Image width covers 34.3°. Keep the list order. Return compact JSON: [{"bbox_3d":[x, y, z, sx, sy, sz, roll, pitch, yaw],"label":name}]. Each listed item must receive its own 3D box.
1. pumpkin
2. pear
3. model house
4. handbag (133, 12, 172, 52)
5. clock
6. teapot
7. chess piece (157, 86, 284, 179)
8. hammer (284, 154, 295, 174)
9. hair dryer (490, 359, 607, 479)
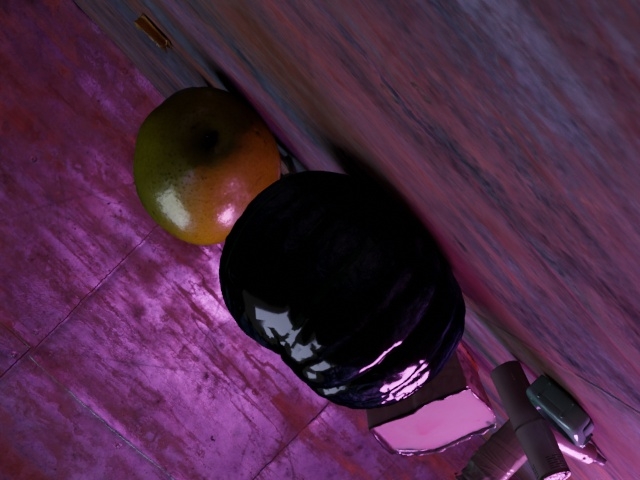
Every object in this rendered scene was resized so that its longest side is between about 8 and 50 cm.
[{"bbox_3d":[0.031,0.072,1.451,0.363,0.266,0.363,41,175,5],"label":"pumpkin"},{"bbox_3d":[-0.205,-0.135,1.869,0.294,0.294,0.294,46,176,4],"label":"pear"},{"bbox_3d":[0.209,0.287,2.128,0.202,0.237,0.237,42,-153,-47],"label":"model house"},{"bbox_3d":[-0.343,-0.423,2.123,0.083,0.027,0.061,45,176,3],"label":"handbag"},{"bbox_3d":[0.356,0.255,1.510,0.101,0.041,0.135,43,176,36],"label":"clock"},{"bbox_3d":[0.335,0.385,1.889,0.077,0.200,0.107,45,174,12],"label":"teapot"},{"bbox_3d":[-0.203,-0.165,2.144,0.299,0.194,0.194,40,174,23],"label":"chess piece"},{"bbox_3d":[-0.057,-0.131,2.115,0.058,0.029,0.292,43,174,10],"label":"hammer"},{"bbox_3d":[0.375,0.294,1.626,0.220,0.054,0.195,17,-139,-43],"label":"hair dryer"}]
